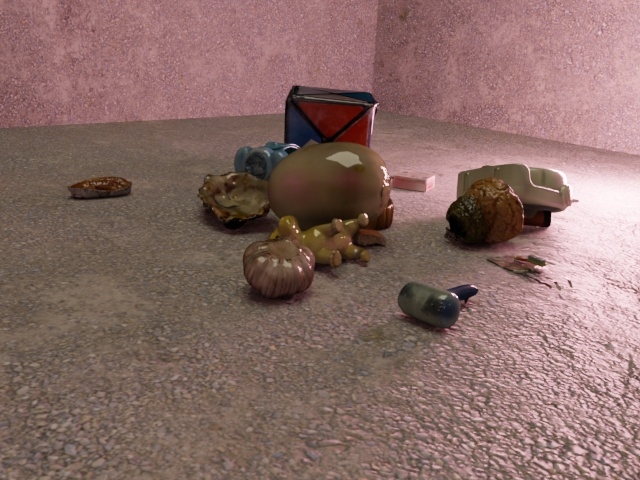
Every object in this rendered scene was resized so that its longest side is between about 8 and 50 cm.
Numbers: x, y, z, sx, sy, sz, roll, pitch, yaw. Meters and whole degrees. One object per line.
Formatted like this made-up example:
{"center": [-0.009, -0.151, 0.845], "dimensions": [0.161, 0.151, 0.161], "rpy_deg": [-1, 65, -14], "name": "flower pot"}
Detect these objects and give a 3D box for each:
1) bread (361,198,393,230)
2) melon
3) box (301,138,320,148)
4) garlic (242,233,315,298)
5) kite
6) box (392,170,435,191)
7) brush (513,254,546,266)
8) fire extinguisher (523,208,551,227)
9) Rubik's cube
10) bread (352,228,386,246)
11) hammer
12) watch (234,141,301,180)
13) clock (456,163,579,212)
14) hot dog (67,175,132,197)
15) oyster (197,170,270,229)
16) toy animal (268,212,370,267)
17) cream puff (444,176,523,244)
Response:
{"center": [0.088, -0.086, 1.874], "dimensions": [0.236, 0.070, 0.236], "rpy_deg": [4, 18, -1], "name": "bread"}
{"center": [0.023, -0.129, 1.672], "dimensions": [0.316, 0.223, 0.223], "rpy_deg": [-4, 15, 19], "name": "melon"}
{"center": [0.040, -0.208, 2.091], "dimensions": [0.062, 0.175, 0.260], "rpy_deg": [-42, 26, -1], "name": "box"}
{"center": [-0.084, 0.056, 1.350], "dimensions": [0.147, 0.102, 0.159], "rpy_deg": [21, 33, 12], "name": "garlic"}
{"center": [0.484, 0.066, 1.544], "dimensions": [0.127, 0.016, 0.229], "rpy_deg": [-7, 19, -18], "name": "kite"}
{"center": [0.317, -0.202, 2.318], "dimensions": [0.125, 0.043, 0.089], "rpy_deg": [12, 20, 27], "name": "box"}
{"center": [0.482, 0.042, 1.571], "dimensions": [0.018, 0.021, 0.083], "rpy_deg": [-12, 19, -35], "name": "brush"}
{"center": [0.555, -0.065, 1.914], "dimensions": [0.177, 0.050, 0.062], "rpy_deg": [4, -2, 3], "name": "fire extinguisher"}
{"center": [0.029, -0.373, 2.384], "dimensions": [0.307, 0.305, 0.310], "rpy_deg": [3, 17, -2], "name": "Rubik's cube"}
{"center": [0.116, -0.008, 1.691], "dimensions": [0.083, 0.035, 0.070], "rpy_deg": [2, 17, -26], "name": "bread"}
{"center": [0.241, 0.110, 1.289], "dimensions": [0.116, 0.070, 0.194], "rpy_deg": [17, 18, 42], "name": "hammer"}
{"center": [-0.135, -0.203, 2.062], "dimensions": [0.211, 0.211, 0.193], "rpy_deg": [17, 11, 37], "name": "watch"}
{"center": [0.574, -0.141, 1.941], "dimensions": [0.324, 0.109, 0.265], "rpy_deg": [6, -5, -30], "name": "clock"}
{"center": [-0.654, -0.160, 2.024], "dimensions": [0.192, 0.053, 0.099], "rpy_deg": [-6, 16, -32], "name": "hot dog"}
{"center": [-0.249, -0.110, 1.866], "dimensions": [0.221, 0.096, 0.361], "rpy_deg": [-17, 25, -35], "name": "oyster"}
{"center": [0.002, 0.000, 1.519], "dimensions": [0.233, 0.121, 0.168], "rpy_deg": [-5, 0, -40], "name": "toy animal"}
{"center": [0.395, -0.053, 1.717], "dimensions": [0.169, 0.183, 0.183], "rpy_deg": [-28, 27, -15], "name": "cream puff"}
